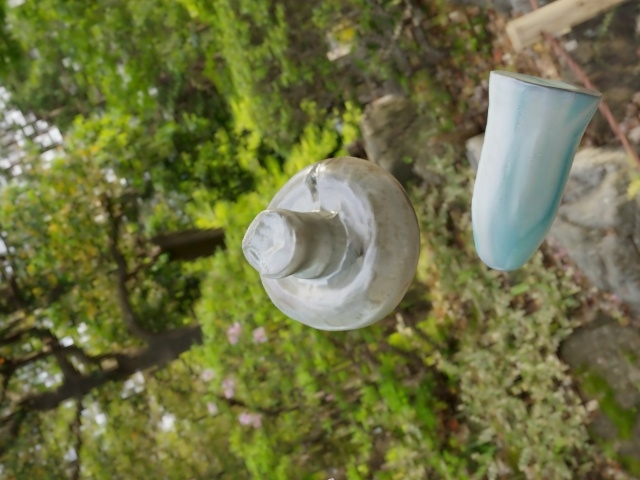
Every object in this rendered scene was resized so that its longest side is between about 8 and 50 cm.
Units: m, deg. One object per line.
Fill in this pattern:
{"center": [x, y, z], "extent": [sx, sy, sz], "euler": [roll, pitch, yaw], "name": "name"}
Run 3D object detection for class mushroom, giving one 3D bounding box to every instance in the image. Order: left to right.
{"center": [0.000, 0.000, 1.471], "extent": [0.243, 0.244, 0.243], "euler": [-23, -90, -86], "name": "mushroom"}

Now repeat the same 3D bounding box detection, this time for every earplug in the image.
{"center": [0.337, -0.104, 1.848], "extent": [0.185, 0.185, 0.324], "euler": [-95, 16, -76], "name": "earplug"}

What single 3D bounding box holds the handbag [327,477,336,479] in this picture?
{"center": [0.015, 0.302, 0.899], "extent": [0.116, 0.205, 0.179], "euler": [29, -162, -2], "name": "handbag"}
